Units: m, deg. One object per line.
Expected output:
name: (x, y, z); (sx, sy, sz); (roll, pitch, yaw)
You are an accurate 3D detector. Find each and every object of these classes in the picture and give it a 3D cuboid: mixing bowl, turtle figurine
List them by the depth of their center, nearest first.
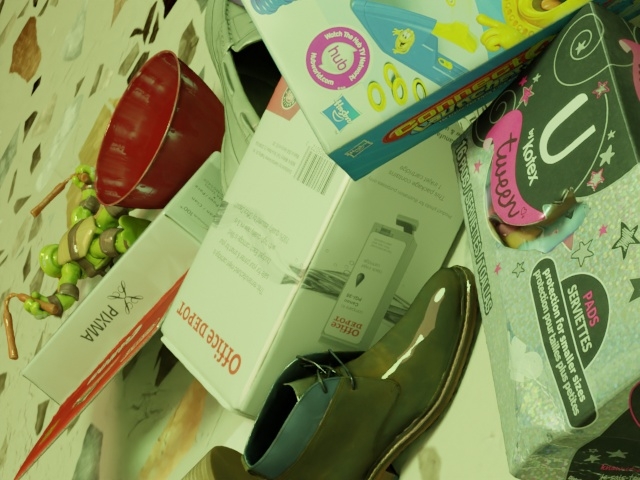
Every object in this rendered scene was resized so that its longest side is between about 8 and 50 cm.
mixing bowl: (-0.160, -0.104, 1.608); (0.181, 0.098, 0.181); (-40, 37, 39)
turtle figurine: (-0.268, 0.011, 1.726); (0.217, 0.087, 0.270); (-26, 38, 41)

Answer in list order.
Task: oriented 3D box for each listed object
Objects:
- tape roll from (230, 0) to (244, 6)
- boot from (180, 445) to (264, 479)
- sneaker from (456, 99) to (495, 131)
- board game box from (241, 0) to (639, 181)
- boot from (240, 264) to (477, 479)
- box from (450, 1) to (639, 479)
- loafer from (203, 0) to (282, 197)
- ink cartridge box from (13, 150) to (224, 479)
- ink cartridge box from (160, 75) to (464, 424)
tape roll: (-0.012, -0.353, 1.435); (0.274, 0.090, 0.275); (-21, 42, 20)
boot: (-0.120, 0.323, 1.196); (0.220, 0.109, 0.283); (-54, 28, 20)
sneaker: (0.112, -0.186, 1.065); (0.090, 0.270, 0.145); (-28, 12, -18)
board game box: (0.071, -0.246, 0.925); (0.302, 0.086, 0.308); (-30, 77, 7)
boot: (0.030, 0.105, 1.103); (0.219, 0.106, 0.082); (-63, 28, 7)
box: (0.188, 0.015, 0.832); (0.142, 0.163, 0.247); (-47, 34, 36)
loafer: (-0.048, -0.170, 1.446); (0.111, 0.112, 0.319); (128, 142, -49)
ink cartridge box: (-0.205, 0.074, 1.481); (0.296, 0.066, 0.261); (-45, 8, 35)
ink cartridge box: (0.000, 0.000, 1.225); (0.283, 0.117, 0.207); (-64, 27, 4)
